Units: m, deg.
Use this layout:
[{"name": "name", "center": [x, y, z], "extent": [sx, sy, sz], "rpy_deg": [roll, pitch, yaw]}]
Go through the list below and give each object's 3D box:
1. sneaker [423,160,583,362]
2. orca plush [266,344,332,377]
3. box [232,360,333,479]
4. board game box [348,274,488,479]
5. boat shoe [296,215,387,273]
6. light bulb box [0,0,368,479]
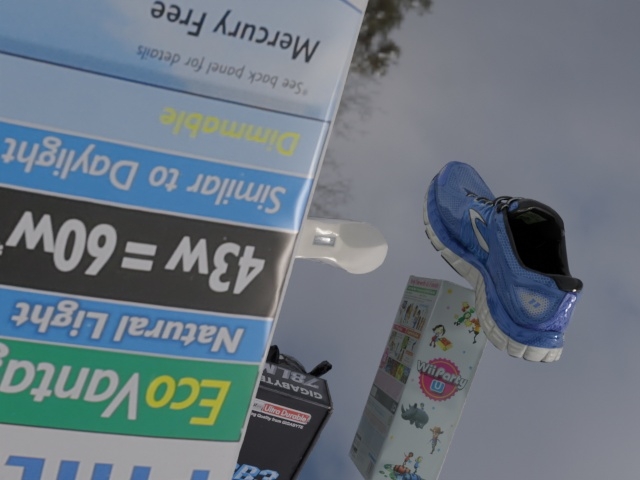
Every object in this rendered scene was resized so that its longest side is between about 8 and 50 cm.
[{"name": "sneaker", "center": [0.238, -0.006, 1.249], "extent": [0.130, 0.147, 0.330], "rpy_deg": [8, -145, -28]}, {"name": "orca plush", "center": [-0.039, 0.182, 1.429], "extent": [0.102, 0.287, 0.151], "rpy_deg": [-29, -109, -5]}, {"name": "box", "center": [-0.177, 0.256, 1.201], "extent": [0.296, 0.293, 0.073], "rpy_deg": [20, -156, -18]}, {"name": "board game box", "center": [0.146, 0.208, 1.474], "extent": [0.098, 0.303, 0.224], "rpy_deg": [19, 178, -6]}, {"name": "boat shoe", "center": [0.000, 0.000, 1.205], "extent": [0.184, 0.066, 0.063], "rpy_deg": [2, -164, -39]}, {"name": "light bulb box", "center": [-0.193, -0.083, 0.448], "extent": [0.358, 0.360, 0.225], "rpy_deg": [9, -163, -22]}]
